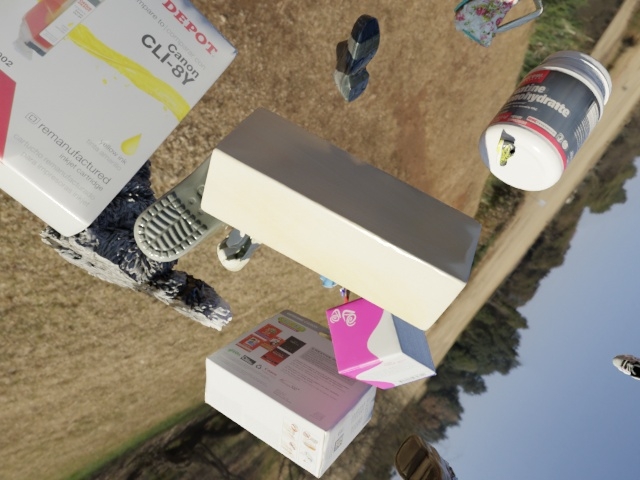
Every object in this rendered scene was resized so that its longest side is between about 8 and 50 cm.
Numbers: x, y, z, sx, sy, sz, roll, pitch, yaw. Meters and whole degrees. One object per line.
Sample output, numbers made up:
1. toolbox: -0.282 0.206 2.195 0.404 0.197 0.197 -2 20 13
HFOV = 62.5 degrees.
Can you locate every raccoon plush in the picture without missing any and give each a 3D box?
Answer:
1. raccoon plush: -0.340 -0.044 1.094 0.216 0.446 0.299 -8 -129 50

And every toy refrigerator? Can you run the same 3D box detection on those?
1. toy refrigerator: 0.020 -0.023 0.556 0.102 0.269 0.094 -59 177 -46

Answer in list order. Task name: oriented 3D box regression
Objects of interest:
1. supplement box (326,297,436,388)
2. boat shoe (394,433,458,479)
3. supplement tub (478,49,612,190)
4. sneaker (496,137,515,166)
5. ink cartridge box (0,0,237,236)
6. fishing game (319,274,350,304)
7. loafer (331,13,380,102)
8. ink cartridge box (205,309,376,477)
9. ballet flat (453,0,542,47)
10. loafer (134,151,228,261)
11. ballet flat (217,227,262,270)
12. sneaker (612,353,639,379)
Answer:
1. supplement box: 0.110 0.179 0.915 0.111 0.114 0.220 -21 153 17
2. boat shoe: 0.218 0.463 0.973 0.111 0.104 0.307 -53 -178 8
3. supplement tub: 0.497 -0.264 1.169 0.272 0.191 0.191 -51 165 -15
4. sneaker: 0.385 -0.178 1.094 0.031 0.035 0.083 -64 152 -16
5. ink cartridge box: -0.353 -0.243 0.795 0.160 0.279 0.385 -10 -138 55
6. fishing game: 0.000 0.000 1.000 0.041 0.264 0.189 -7 131 -19
7. loafer: 0.047 -0.290 0.828 0.062 0.061 0.170 -39 167 -23
8. ink cartridge box: -0.044 0.307 1.149 0.271 0.309 0.130 -28 133 -49
9. ballet flat: 0.297 -0.356 0.735 0.241 0.077 0.091 -35 -179 8
10. loafer: -0.125 -0.066 0.679 0.251 0.094 0.087 -34 -173 -16
11. ballet flat: -0.188 0.007 1.189 0.086 0.086 0.248 -36 174 -45
12. sneaker: 0.579 0.233 0.978 0.069 0.098 0.038 19 89 -32
